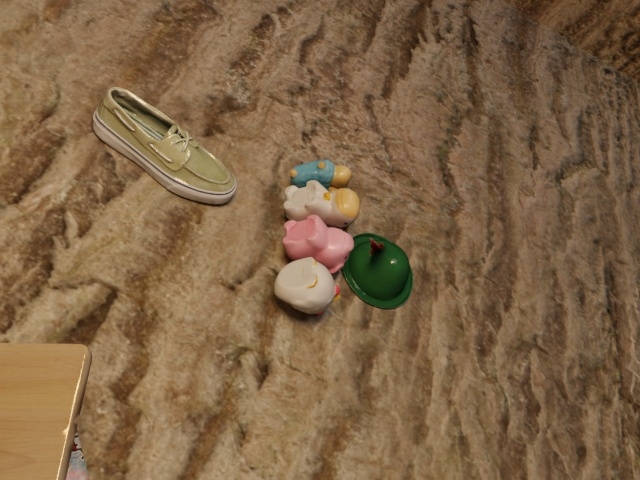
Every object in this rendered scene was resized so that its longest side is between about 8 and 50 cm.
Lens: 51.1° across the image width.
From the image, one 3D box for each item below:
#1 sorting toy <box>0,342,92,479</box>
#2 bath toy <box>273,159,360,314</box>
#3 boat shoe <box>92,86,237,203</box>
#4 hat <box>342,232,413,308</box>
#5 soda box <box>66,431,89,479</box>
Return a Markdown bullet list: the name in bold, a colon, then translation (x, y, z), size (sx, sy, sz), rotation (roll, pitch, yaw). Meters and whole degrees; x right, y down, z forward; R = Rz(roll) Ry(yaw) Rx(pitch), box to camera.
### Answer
- **sorting toy**: translation (-0.424, 0.261, 0.823), size (0.257, 0.089, 0.255), rotation (0, 59, 3)
- **bath toy**: translation (0.000, 0.000, 1.304), size (0.152, 0.129, 0.348), rotation (-7, 48, 17)
- **boat shoe**: translation (-0.289, -0.174, 1.262), size (0.302, 0.094, 0.109), rotation (30, 48, -10)
- **hat**: translation (0.154, 0.025, 1.329), size (0.173, 0.183, 0.208), rotation (35, 47, -6)
- **soda box**: translation (-0.367, 0.276, 0.917), size (0.058, 0.063, 0.183), rotation (-9, 64, -35)
